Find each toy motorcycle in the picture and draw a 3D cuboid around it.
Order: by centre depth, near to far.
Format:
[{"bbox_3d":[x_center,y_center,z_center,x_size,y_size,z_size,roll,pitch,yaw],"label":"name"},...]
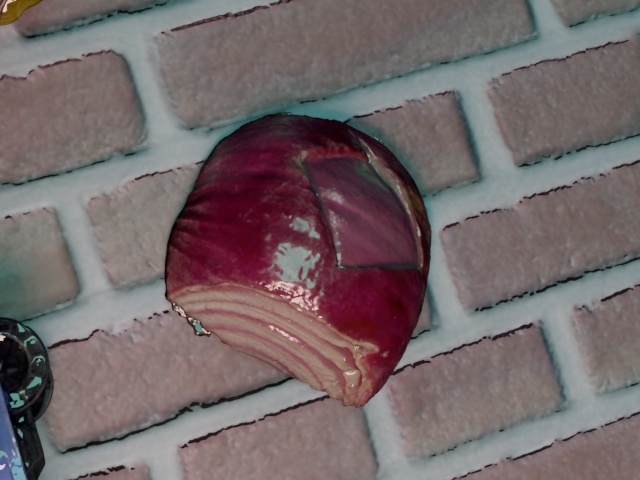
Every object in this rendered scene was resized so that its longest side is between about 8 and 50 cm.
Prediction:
[{"bbox_3d":[-0.302,0.211,1.250,0.212,0.125,0.359,-17,75,-12],"label":"toy motorcycle"}]

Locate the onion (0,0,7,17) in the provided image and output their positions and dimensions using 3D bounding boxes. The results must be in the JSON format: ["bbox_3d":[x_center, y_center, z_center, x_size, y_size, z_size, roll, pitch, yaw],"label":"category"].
[{"bbox_3d":[-0.345,-0.152,1.200,0.159,0.267,0.349,23,107,-14],"label":"onion"}]

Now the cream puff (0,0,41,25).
[{"bbox_3d":[-0.309,-0.260,1.344,0.146,0.116,0.146,-6,113,-14],"label":"cream puff"}]

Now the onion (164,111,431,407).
[{"bbox_3d":[0.000,0.000,1.388,0.250,0.111,0.247,27,78,-8],"label":"onion"}]
